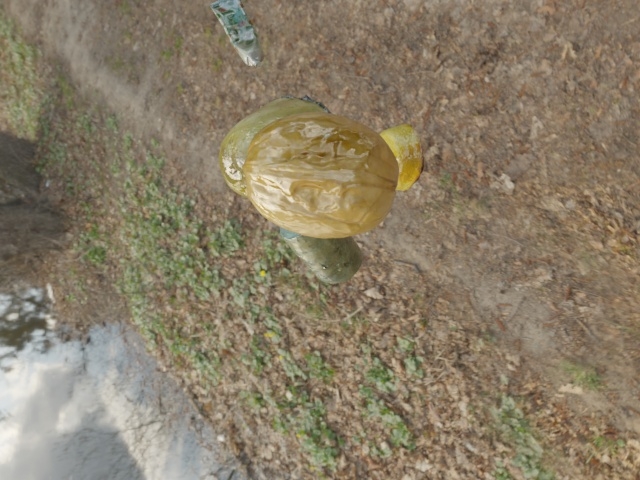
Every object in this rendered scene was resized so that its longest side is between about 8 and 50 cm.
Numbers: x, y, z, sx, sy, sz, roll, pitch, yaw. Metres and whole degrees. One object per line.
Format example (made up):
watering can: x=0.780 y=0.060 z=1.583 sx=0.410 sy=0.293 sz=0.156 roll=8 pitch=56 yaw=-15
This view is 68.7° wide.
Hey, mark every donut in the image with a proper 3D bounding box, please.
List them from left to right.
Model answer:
donut: x=0.160 y=-0.178 z=1.016 sx=0.152 sy=0.058 sz=0.152 roll=170 pitch=90 yaw=-70

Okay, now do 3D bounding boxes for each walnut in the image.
walnut: x=0.001 y=-0.084 z=0.608 sx=0.159 sy=0.206 sz=0.159 roll=-175 pitch=90 yaw=-82

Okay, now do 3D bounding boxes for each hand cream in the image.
hand cream: x=-0.142 y=-0.374 z=0.833 sx=0.057 sy=0.037 sz=0.165 roll=-25 pitch=73 yaw=-6

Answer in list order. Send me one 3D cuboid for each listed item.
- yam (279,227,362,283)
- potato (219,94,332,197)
yam: x=0.000 y=0.000 z=0.881 sx=0.107 sy=0.194 sz=0.108 roll=-13 pitch=57 yaw=20
potato: x=-0.111 y=-0.187 z=1.031 sx=0.285 sy=0.242 sz=0.243 roll=2 pitch=84 yaw=43
